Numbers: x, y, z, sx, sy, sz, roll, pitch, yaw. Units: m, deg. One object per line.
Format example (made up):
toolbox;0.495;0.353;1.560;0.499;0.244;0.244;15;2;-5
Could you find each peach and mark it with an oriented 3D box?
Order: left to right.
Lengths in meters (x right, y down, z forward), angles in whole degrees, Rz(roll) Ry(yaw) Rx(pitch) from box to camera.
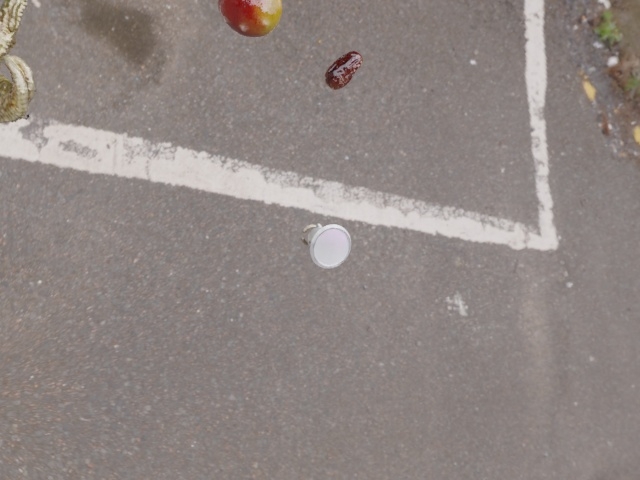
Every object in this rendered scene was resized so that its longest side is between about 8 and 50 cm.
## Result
peach;-0.203;-0.673;1.511;0.197;0.197;0.198;12;69;-33

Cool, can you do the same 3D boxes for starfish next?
starfish;-0.618;-0.351;1.012;0.082;0.324;0.432;21;42;-45

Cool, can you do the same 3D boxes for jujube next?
jujube;0.070;-0.504;1.579;0.077;0.129;0.077;46;15;-16

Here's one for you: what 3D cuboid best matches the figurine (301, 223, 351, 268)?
figurine;0.000;0.000;1.541;0.132;0.153;0.132;-7;108;-23
